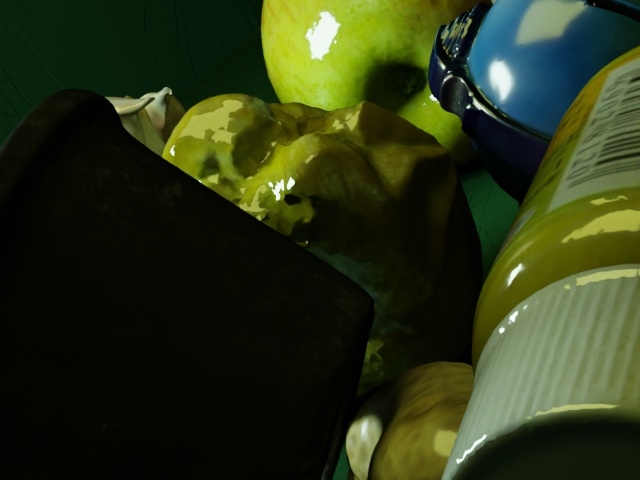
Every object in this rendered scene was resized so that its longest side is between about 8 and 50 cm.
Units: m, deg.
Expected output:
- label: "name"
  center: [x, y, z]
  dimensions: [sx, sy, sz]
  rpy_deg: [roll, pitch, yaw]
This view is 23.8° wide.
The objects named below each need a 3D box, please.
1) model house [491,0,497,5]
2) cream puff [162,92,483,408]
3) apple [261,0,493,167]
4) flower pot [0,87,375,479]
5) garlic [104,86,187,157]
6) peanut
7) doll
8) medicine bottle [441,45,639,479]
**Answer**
- label: "model house"
  center: [0.342, -0.282, 1.563]
  dimensions: [0.205, 0.218, 0.278]
  rpy_deg: [-37, 2, 44]
- label: "cream puff"
  center: [0.000, 0.002, 1.320]
  dimensions: [0.269, 0.323, 0.274]
  rpy_deg: [-13, 38, -5]
- label: "apple"
  center: [0.095, -0.241, 1.699]
  dimensions: [0.339, 0.339, 0.339]
  rpy_deg: [-33, 16, 10]
- label: "flower pot"
  center: [-0.107, 0.099, 1.022]
  dimensions: [0.379, 0.251, 0.379]
  rpy_deg: [17, -90, -83]
- label: "garlic"
  center: [-0.182, -0.021, 1.687]
  dimensions: [0.286, 0.313, 0.249]
  rpy_deg: [-42, 18, -31]
- label: "peanut"
  center: [0.081, 0.149, 0.999]
  dimensions: [0.137, 0.122, 0.253]
  rpy_deg: [-44, 13, 1]
- label: "doll"
  center: [0.243, -0.141, 1.296]
  dimensions: [0.310, 0.284, 0.240]
  rpy_deg: [-58, -16, -45]
- label: "medicine bottle"
  center: [0.199, 0.054, 0.834]
  dimensions: [0.224, 0.224, 0.384]
  rpy_deg: [-25, 18, 32]
